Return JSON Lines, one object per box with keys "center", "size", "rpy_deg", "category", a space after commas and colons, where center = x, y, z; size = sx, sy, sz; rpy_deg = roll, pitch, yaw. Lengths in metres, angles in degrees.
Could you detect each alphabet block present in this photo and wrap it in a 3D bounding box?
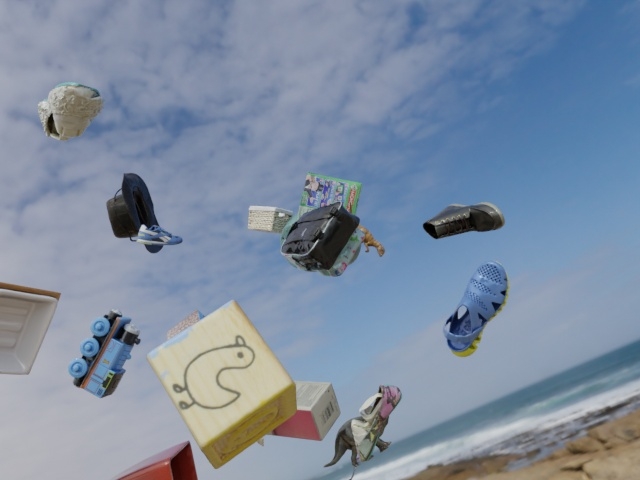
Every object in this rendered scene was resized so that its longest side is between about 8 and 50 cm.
{"center": [-0.173, 0.264, 1.073], "size": [0.192, 0.197, 0.193], "rpy_deg": [-33, -25, -17], "category": "alphabet block"}

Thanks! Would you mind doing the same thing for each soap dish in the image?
{"center": [-0.978, 0.269, 1.838], "size": [0.229, 0.118, 0.290], "rpy_deg": [21, -89, -50], "category": "soap dish"}

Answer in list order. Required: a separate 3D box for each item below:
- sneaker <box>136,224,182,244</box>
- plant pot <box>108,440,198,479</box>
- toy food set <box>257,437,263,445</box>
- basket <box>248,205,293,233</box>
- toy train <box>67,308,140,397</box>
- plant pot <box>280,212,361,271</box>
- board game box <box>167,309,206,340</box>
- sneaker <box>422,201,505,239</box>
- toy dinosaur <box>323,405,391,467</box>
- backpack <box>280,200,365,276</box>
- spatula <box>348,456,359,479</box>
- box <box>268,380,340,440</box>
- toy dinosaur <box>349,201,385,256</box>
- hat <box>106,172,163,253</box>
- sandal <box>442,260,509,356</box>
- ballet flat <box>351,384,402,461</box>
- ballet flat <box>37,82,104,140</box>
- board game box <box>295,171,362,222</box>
{"center": [-0.477, -0.015, 1.761], "size": [0.144, 0.059, 0.053], "rpy_deg": [5, -3, -44], "category": "sneaker"}
{"center": [-0.472, 0.732, 1.613], "size": [0.236, 0.267, 0.267], "rpy_deg": [-13, -8, -3], "category": "plant pot"}
{"center": [-0.203, 0.544, 1.889], "size": [0.039, 0.191, 0.132], "rpy_deg": [-8, 15, -41], "category": "toy food set"}
{"center": [-0.214, -0.085, 2.475], "size": [0.167, 0.103, 0.113], "rpy_deg": [7, -3, 42], "category": "basket"}
{"center": [-0.461, 0.244, 1.271], "size": [0.184, 0.105, 0.080], "rpy_deg": [-63, -4, -5], "category": "toy train"}
{"center": [-0.020, -0.001, 2.396], "size": [0.235, 0.293, 0.293], "rpy_deg": [-19, -18, -41], "category": "plant pot"}
{"center": [-0.374, 0.424, 2.032], "size": [0.141, 0.232, 0.291], "rpy_deg": [-38, -60, 4], "category": "board game box"}
{"center": [0.378, -0.041, 1.561], "size": [0.118, 0.083, 0.222], "rpy_deg": [-30, 15, -23], "category": "sneaker"}
{"center": [0.136, 0.660, 1.994], "size": [0.314, 0.160, 0.121], "rpy_deg": [-31, -24, -5], "category": "toy dinosaur"}
{"center": [0.000, 0.000, 1.882], "size": [0.191, 0.225, 0.254], "rpy_deg": [44, -26, -27], "category": "backpack"}
{"center": [0.118, 0.884, 2.228], "size": [0.296, 0.030, 0.084], "rpy_deg": [-45, -12, -46], "category": "spatula"}
{"center": [-0.075, 0.557, 1.943], "size": [0.232, 0.126, 0.149], "rpy_deg": [-6, 21, 33], "category": "box"}
{"center": [0.134, -0.026, 1.997], "size": [0.112, 0.211, 0.064], "rpy_deg": [-40, 6, 22], "category": "toy dinosaur"}
{"center": [-0.674, -0.080, 2.074], "size": [0.134, 0.331, 0.331], "rpy_deg": [-19, -20, 0], "category": "hat"}
{"center": [0.468, 0.207, 1.788], "size": [0.138, 0.126, 0.317], "rpy_deg": [23, -89, -53], "category": "sandal"}
{"center": [0.127, 0.458, 1.500], "size": [0.221, 0.079, 0.077], "rpy_deg": [-64, 12, 12], "category": "ballet flat"}
{"center": [-0.718, -0.353, 1.687], "size": [0.147, 0.146, 0.409], "rpy_deg": [-10, 9, -32], "category": "ballet flat"}
{"center": [0.020, -0.079, 2.201], "size": [0.214, 0.317, 0.046], "rpy_deg": [13, -2, 11], "category": "board game box"}
